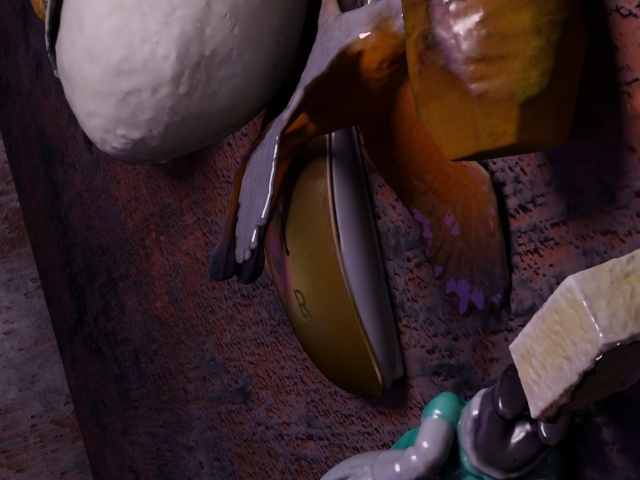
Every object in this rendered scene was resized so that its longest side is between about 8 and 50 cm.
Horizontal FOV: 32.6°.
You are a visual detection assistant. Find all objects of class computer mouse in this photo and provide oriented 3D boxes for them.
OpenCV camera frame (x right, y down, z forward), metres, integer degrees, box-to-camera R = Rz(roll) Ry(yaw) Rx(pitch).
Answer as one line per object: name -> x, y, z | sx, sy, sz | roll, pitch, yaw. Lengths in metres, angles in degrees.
computer mouse -> 0.000, 0.000, 1.031 | 0.158, 0.072, 0.310 | 0, 103, 64

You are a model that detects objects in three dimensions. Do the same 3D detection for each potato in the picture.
potato -> 0.171, 0.058, 0.668 | 0.061, 0.086, 0.122 | 62, 159, 23

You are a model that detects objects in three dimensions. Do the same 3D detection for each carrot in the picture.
carrot -> 0.093, -0.200, 0.665 | 0.114, 0.114, 0.302 | -2, 98, 66

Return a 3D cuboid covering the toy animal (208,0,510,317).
toy animal -> 0.013, -0.097, 0.880 | 0.284, 0.225, 0.302 | 11, 90, 63

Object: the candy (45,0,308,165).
candy -> -0.105, -0.195, 0.946 | 0.185, 0.295, 0.295 | 29, 140, 12

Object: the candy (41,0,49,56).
candy -> -0.201, -0.242, 1.190 | 0.185, 0.195, 0.137 | 98, 150, -48

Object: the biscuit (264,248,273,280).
biscuit -> -0.050, -0.015, 1.195 | 0.071, 0.018, 0.147 | -127, 31, -45

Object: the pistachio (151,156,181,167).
pistachio -> -0.234, -0.178, 1.404 | 0.185, 0.124, 0.124 | 58, 155, 0

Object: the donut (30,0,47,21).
donut -> -0.304, -0.425, 1.365 | 0.317, 0.150, 0.299 | 61, 149, 30

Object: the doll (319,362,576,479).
doll -> 0.087, 0.193, 0.835 | 0.195, 0.153, 0.258 | 14, 137, 23
